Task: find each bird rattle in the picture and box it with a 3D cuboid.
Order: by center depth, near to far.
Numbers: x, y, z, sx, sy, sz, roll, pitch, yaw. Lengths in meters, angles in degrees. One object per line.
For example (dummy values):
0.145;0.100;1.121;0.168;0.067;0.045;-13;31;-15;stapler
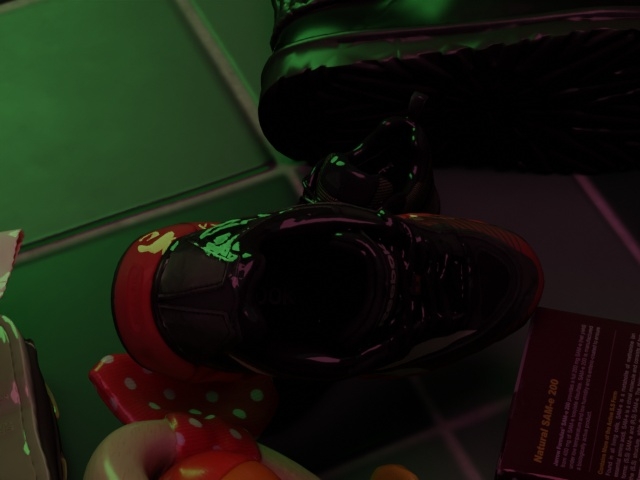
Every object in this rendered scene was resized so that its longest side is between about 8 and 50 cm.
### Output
-0.040;0.138;0.985;0.253;0.143;0.207;40;18;19;bird rattle

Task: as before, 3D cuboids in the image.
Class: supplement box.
0.229;0.127;1.069;0.239;0.073;0.130;11;49;11;supplement box

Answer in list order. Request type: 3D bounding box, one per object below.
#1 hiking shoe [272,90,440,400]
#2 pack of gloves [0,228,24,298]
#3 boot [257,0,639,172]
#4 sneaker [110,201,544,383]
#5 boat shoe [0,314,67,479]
0.000;0.000;1.161;0.086;0.114;0.227;22;54;21;hiking shoe
-0.318;0.063;1.122;0.232;0.046;0.195;-6;45;21;pack of gloves
0.120;-0.187;1.306;0.347;0.131;0.260;1;49;4;boot
0.030;0.030;1.012;0.276;0.135;0.098;-1;86;-33;sneaker
-0.184;0.148;1.070;0.081;0.069;0.228;-16;49;8;boat shoe
